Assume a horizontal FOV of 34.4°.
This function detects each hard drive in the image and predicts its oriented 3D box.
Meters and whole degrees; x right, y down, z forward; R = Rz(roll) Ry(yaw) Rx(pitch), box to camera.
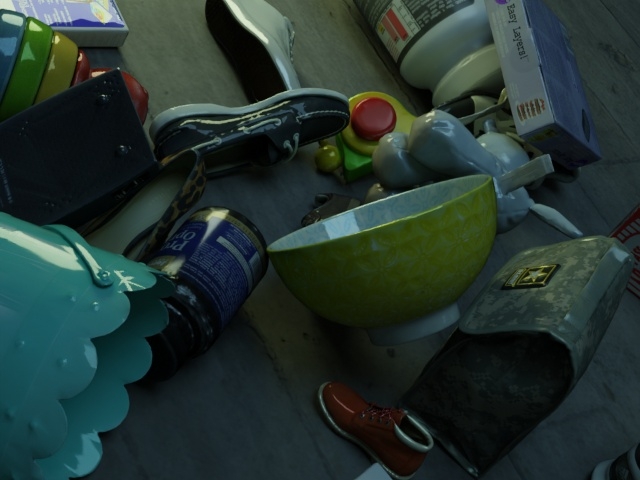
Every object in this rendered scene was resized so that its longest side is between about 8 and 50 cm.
[{"bbox_3d":[-0.318,-0.081,1.214,0.255,0.054,0.172,-27,59,3],"label":"hard drive"}]

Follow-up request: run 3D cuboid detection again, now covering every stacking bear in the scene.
[{"bbox_3d":[-0.363,-0.198,1.328,0.289,0.164,0.175,18,45,-23],"label":"stacking bear"}]

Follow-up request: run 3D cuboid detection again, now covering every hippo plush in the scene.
[{"bbox_3d":[0.217,-0.109,1.524,0.234,0.294,0.236,63,28,-16],"label":"hippo plush"}]

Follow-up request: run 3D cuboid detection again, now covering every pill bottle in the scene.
[{"bbox_3d":[-0.158,0.064,1.233,0.123,0.123,0.219,35,42,1],"label":"pill bottle"},{"bbox_3d":[0.194,-0.395,1.792,0.210,0.210,0.363,-17,70,-40],"label":"pill bottle"}]

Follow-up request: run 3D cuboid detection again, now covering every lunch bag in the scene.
[{"bbox_3d":[0.261,0.126,1.314,0.169,0.287,0.235,41,44,7],"label":"lunch bag"}]

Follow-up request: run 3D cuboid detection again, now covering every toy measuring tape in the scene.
[{"bbox_3d":[0.135,-0.195,1.598,0.330,0.121,0.121,-25,64,-10],"label":"toy measuring tape"}]

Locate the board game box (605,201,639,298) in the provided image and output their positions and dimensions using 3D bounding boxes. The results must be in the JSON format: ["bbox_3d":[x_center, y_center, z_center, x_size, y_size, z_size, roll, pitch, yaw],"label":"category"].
[{"bbox_3d":[0.561,0.036,1.685,0.193,0.147,0.045,39,42,6],"label":"board game box"}]

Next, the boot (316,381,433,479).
[{"bbox_3d":[0.068,0.218,1.262,0.158,0.084,0.059,41,44,9],"label":"boot"}]

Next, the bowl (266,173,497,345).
[{"bbox_3d":[0.092,0.037,1.259,0.289,0.289,0.156,-24,98,-43],"label":"bowl"}]

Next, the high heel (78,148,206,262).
[{"bbox_3d":[-0.239,-0.010,1.201,0.093,0.186,0.261,42,43,6],"label":"high heel"}]

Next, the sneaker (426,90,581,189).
[{"bbox_3d":[0.309,-0.155,1.719,0.331,0.122,0.146,0,51,-31],"label":"sneaker"}]

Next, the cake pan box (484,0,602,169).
[{"bbox_3d":[0.354,-0.265,1.641,0.246,0.070,0.266,16,60,-60],"label":"cake pan box"}]

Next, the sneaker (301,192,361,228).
[{"bbox_3d":[0.000,0.000,1.446,0.071,0.066,0.188,17,38,9],"label":"sneaker"}]

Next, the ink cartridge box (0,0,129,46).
[{"bbox_3d":[-0.413,-0.370,1.525,0.208,0.045,0.206,-5,55,-36],"label":"ink cartridge box"}]

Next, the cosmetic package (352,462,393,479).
[{"bbox_3d":[0.031,0.390,1.041,0.225,0.138,0.224,-25,68,-45],"label":"cosmetic package"}]

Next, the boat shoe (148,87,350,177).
[{"bbox_3d":[-0.087,-0.142,1.468,0.303,0.114,0.091,-13,62,-18],"label":"boat shoe"}]

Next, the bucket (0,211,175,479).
[{"bbox_3d":[-0.282,0.115,1.006,0.183,0.281,0.281,26,42,3],"label":"bucket"}]

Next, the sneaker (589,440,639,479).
[{"bbox_3d":[0.609,0.315,1.377,0.448,0.257,0.169,10,48,-25],"label":"sneaker"}]

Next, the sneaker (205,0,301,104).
[{"bbox_3d":[-0.071,-0.298,1.626,0.123,0.106,0.290,-8,55,-33],"label":"sneaker"}]
